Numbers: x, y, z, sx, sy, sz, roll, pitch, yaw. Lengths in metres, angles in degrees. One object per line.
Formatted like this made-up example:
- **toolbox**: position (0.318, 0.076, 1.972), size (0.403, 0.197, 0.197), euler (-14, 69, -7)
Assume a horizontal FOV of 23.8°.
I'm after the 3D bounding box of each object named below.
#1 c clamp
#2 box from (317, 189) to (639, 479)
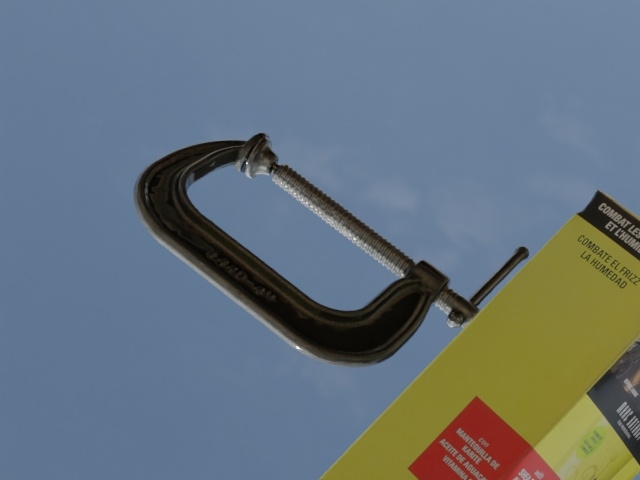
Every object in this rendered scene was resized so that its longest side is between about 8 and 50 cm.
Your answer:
- **c clamp**: position (0.000, 0.000, 0.685), size (0.161, 0.022, 0.137), euler (34, -138, 8)
- **box**: position (0.055, 0.095, 0.570), size (0.232, 0.087, 0.058), euler (-45, -127, -3)
